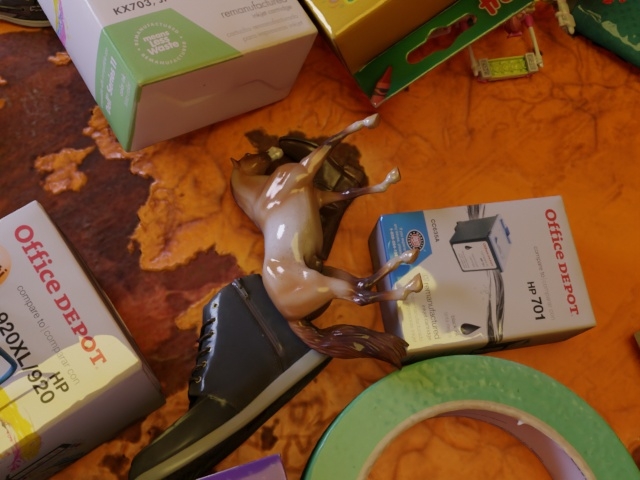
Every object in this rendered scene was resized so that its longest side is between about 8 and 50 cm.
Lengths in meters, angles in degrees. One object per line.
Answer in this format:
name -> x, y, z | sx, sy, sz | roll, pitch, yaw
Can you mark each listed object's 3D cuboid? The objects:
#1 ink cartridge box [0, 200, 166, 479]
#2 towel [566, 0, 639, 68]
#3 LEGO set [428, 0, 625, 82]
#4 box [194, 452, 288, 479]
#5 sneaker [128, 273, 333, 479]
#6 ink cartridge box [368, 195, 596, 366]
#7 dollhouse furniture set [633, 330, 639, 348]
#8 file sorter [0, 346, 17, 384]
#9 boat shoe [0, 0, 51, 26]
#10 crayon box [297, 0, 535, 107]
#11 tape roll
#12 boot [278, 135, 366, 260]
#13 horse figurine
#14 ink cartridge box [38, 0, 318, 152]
ink cartridge box -> -0.276, 0.116, 0.595 | 0.232, 0.168, 0.171 | -33, 76, -16
towel -> 0.506, -0.268, 0.884 | 0.370, 0.040, 0.271 | 35, 72, 4
LEGO set -> 0.255, -0.259, 0.802 | 0.286, 0.132, 0.107 | -13, 77, 13
box -> -0.165, 0.240, 0.548 | 0.293, 0.201, 0.057 | -15, 73, -11
sneaker -> -0.102, 0.128, 0.655 | 0.222, 0.083, 0.118 | -34, 71, -34
ink cartridge box -> 0.155, 0.039, 0.716 | 0.190, 0.082, 0.140 | -7, 72, -7
dollhouse furniture set -> 0.433, 0.134, 0.741 | 0.151, 0.123, 0.144 | -27, 72, 22
file sorter -> -0.296, 0.039, 0.471 | 0.104, 0.118, 0.170 | -35, 75, -20
boat shoe -> -0.336, -0.270, 0.785 | 0.152, 0.049, 0.056 | -4, 70, -8
crayon box -> 0.055, -0.322, 0.768 | 0.202, 0.081, 0.319 | -34, 66, 5
tape roll -> 0.133, 0.267, 0.637 | 0.321, 0.077, 0.322 | 2, 70, -5
boot -> -0.020, -0.043, 0.751 | 0.106, 0.037, 0.114 | 27, 75, 6
horse figurine -> 0.000, 0.000, 0.673 | 0.174, 0.066, 0.264 | -19, 67, 15
ink cartridge box -> -0.188, -0.291, 0.752 | 0.207, 0.119, 0.354 | -26, 75, -28
